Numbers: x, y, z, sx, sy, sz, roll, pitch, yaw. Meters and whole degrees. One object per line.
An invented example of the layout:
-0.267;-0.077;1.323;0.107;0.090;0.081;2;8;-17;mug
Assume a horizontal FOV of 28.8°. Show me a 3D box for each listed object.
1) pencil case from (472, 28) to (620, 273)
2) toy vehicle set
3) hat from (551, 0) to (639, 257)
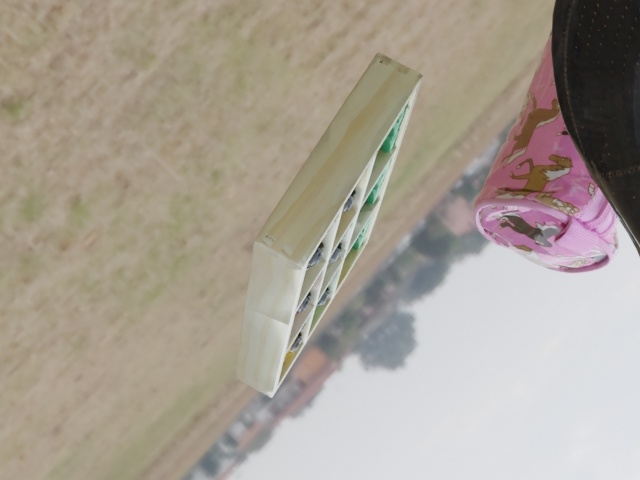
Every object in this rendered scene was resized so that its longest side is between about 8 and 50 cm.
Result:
0.298;-0.150;1.337;0.167;0.160;0.386;79;35;-68;pencil case
0.000;0.000;0.910;0.166;0.035;0.267;-58;172;-24;toy vehicle set
0.291;-0.072;0.688;0.134;0.331;0.331;-28;169;-29;hat
